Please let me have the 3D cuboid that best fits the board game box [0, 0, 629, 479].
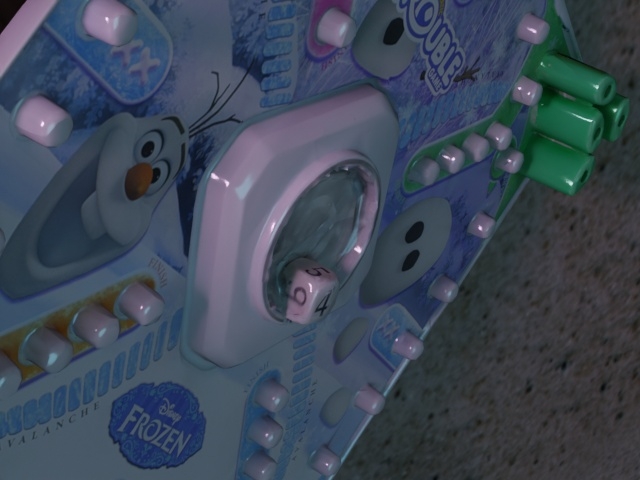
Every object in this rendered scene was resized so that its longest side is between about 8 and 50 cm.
[{"bbox_3d":[0.000,0.000,0.520,0.390,0.050,0.390,-56,150,-8],"label":"board game box"}]
